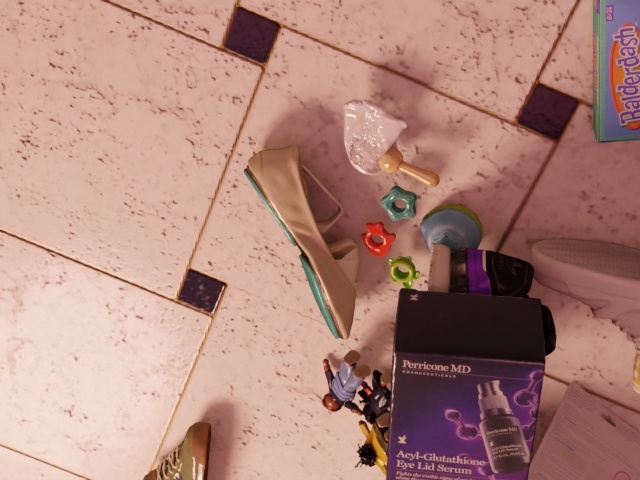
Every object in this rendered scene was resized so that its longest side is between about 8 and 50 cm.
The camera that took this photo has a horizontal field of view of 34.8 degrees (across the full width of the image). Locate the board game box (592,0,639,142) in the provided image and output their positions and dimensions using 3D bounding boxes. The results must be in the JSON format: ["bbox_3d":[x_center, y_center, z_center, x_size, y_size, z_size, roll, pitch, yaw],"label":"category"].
[{"bbox_3d":[0.386,-0.187,1.043,0.210,0.047,0.160,-2,117,9],"label":"board game box"}]

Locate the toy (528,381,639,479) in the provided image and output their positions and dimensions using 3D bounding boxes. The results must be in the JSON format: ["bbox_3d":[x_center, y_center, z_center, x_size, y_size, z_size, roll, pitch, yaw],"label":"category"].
[{"bbox_3d":[0.297,0.310,1.243,0.137,0.237,0.056,37,154,-10],"label":"toy"}]

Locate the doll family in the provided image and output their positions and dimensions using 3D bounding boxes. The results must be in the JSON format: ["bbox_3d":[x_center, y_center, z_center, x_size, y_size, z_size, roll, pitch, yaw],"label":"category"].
[{"bbox_3d":[0.064,0.220,1.250,0.076,0.193,0.111,-13,151,-21],"label":"doll family"}]

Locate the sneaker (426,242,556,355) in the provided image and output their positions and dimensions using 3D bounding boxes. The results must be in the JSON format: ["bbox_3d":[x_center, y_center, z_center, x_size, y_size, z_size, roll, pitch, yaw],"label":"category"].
[{"bbox_3d":[0.196,0.130,1.172,0.146,0.102,0.293,0,131,8],"label":"sneaker"}]

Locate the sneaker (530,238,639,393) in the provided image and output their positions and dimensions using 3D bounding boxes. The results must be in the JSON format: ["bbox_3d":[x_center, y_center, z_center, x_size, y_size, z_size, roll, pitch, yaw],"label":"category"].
[{"bbox_3d":[0.363,0.103,1.158,0.292,0.108,0.169,13,114,0],"label":"sneaker"}]

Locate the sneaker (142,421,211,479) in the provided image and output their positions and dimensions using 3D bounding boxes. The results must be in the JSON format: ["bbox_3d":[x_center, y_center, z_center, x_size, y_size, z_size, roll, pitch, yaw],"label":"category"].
[{"bbox_3d":[-0.195,0.322,1.367,0.086,0.064,0.192,7,120,-1],"label":"sneaker"}]

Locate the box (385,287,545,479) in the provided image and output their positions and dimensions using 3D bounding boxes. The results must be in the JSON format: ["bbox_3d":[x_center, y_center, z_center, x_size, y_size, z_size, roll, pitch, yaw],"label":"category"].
[{"bbox_3d":[0.149,0.165,1.080,0.153,0.108,0.207,3,125,7],"label":"box"}]

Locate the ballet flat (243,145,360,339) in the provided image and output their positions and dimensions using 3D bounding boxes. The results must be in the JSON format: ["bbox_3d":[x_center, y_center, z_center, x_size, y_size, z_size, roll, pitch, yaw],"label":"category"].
[{"bbox_3d":[0.000,0.000,1.178,0.086,0.086,0.248,-21,111,17],"label":"ballet flat"}]

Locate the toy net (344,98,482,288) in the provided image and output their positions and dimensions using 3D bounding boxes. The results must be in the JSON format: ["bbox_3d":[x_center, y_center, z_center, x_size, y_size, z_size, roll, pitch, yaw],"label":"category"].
[{"bbox_3d":[0.084,-0.059,1.155,0.122,0.045,0.232,-23,109,29],"label":"toy net"}]
